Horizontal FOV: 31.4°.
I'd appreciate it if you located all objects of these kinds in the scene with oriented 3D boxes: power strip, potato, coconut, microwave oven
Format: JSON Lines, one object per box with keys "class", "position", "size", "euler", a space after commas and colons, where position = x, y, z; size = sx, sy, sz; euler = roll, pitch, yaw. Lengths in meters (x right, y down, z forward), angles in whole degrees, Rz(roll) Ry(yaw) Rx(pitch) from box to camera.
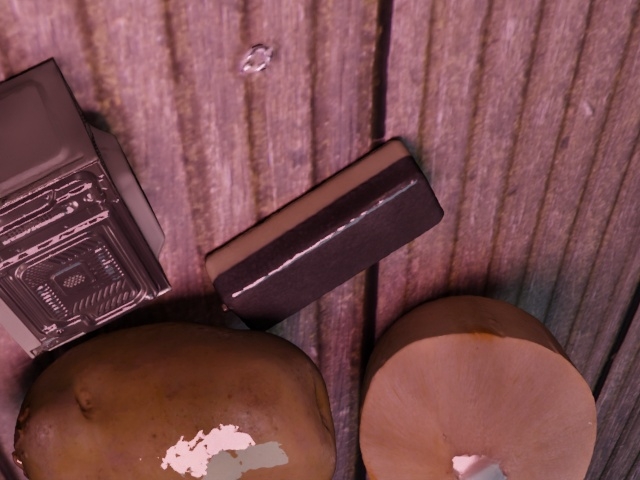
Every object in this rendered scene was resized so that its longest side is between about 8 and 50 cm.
{"class": "power strip", "position": [0.000, 0.000, 1.203], "size": [0.256, 0.070, 0.105], "euler": [-33, 147, 2]}
{"class": "potato", "position": [-0.149, 0.195, 1.194], "size": [0.326, 0.221, 0.243], "euler": [-6, 176, 1]}
{"class": "coconut", "position": [0.192, 0.225, 1.439], "size": [0.323, 0.323, 0.323], "euler": [-21, 148, -14]}
{"class": "microwave oven", "position": [-0.226, -0.018, 0.934], "size": [0.162, 0.122, 0.208], "euler": [-26, 149, -5]}
